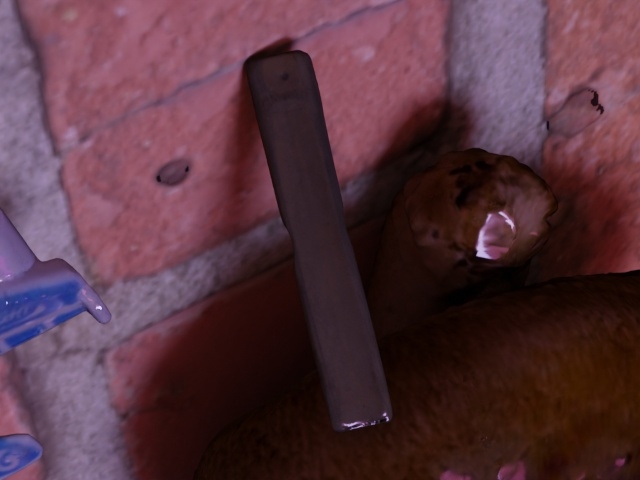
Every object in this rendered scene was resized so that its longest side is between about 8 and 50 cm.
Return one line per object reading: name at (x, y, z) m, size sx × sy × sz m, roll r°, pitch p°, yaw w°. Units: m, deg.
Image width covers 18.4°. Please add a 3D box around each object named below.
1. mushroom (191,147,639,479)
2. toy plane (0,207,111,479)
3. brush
mushroom at (0.085, 0.128, 1.138) m, size 0.345 × 0.239 × 0.345 m, roll -2°, pitch 143°, yaw -2°
toy plane at (-0.219, 0.090, 0.905) m, size 0.267 × 0.122 × 0.267 m, roll -22°, pitch 138°, yaw -22°
brush at (0.000, 0.000, 0.985) m, size 0.034 × 0.190 × 0.027 m, roll -14°, pitch -177°, yaw -1°
